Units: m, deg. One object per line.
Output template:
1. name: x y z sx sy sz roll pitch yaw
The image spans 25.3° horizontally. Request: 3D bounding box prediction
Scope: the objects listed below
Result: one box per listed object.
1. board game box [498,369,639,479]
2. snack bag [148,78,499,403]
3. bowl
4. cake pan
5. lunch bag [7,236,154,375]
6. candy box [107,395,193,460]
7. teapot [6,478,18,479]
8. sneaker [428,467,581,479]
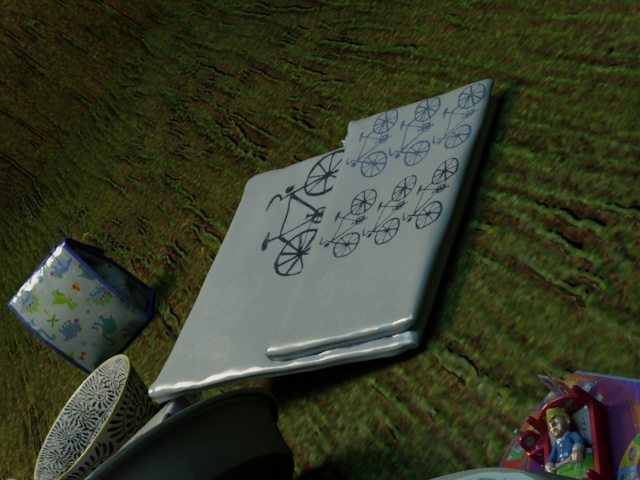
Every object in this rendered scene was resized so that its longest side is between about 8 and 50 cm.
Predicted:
1. board game box: 0.157 0.137 0.922 0.133 0.033 0.168 -57 20 -13
2. snack bag: 0.000 0.000 1.387 0.342 0.037 0.323 -16 40 39
3. bowl: -0.234 0.218 1.572 0.170 0.080 0.170 -44 21 22
4. cake pan: -0.132 0.238 1.134 0.293 0.054 0.293 -38 -22 -18
5. lunch bag: -0.315 0.082 1.874 0.129 0.151 0.096 -47 21 16
6. candy box: -0.193 0.264 1.378 0.196 0.070 0.165 -43 9 24
7. teapot: -0.379 0.406 1.434 0.256 0.253 0.187 -32 -17 1
8. sneaker: 0.040 0.215 0.868 0.365 0.150 0.135 -12 69 40
